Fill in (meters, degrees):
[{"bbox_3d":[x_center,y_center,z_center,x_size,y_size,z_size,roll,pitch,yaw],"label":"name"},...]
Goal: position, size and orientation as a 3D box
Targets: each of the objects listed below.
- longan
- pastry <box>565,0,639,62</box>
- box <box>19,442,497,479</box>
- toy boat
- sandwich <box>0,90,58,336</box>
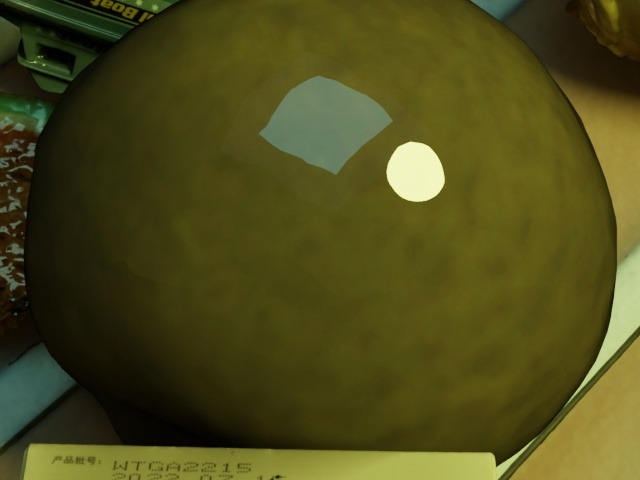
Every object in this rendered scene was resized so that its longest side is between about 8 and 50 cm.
[{"bbox_3d":[-0.001,-0.004,0.833,0.297,0.297,0.297,1,50,-1],"label":"longan"},{"bbox_3d":[0.295,-0.193,1.069,0.315,0.184,0.284,-14,45,-12],"label":"pastry"},{"bbox_3d":[-0.029,0.179,0.759,0.212,0.168,0.095,1,47,-1],"label":"box"},{"bbox_3d":[-0.123,-0.151,1.062,0.296,0.122,0.114,15,29,-2],"label":"toy boat"},{"bbox_3d":[-0.189,-0.011,0.982,0.235,0.079,0.159,-6,60,-2],"label":"sandwich"}]
